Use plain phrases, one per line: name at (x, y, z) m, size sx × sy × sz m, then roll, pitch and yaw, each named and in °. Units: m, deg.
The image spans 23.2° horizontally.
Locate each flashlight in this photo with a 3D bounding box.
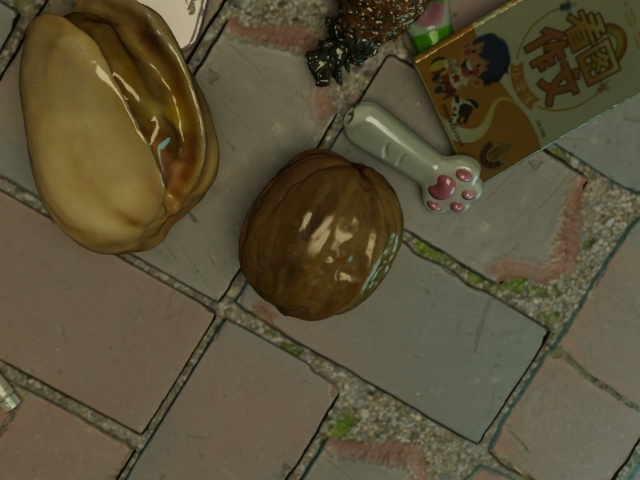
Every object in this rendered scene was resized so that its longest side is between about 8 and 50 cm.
flashlight at (0.115, -0.104, 1.957) m, size 0.200 × 0.047 × 0.093 m, roll 35°, pitch 127°, yaw -12°

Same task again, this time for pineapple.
pineapple at (0.050, -0.262, 1.880) m, size 0.108 × 0.108 × 0.197 m, roll 35°, pitch 114°, yaw -15°

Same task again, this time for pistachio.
pistachio at (-0.237, -0.131, 1.813) m, size 0.229 × 0.238 × 0.321 m, roll -39°, pitch 132°, yaw -39°

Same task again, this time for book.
book at (0.279, -0.218, 1.957) m, size 0.295 × 0.020 × 0.208 m, roll -31°, pitch 122°, yaw -2°

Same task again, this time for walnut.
walnut at (0.000, 0.000, 1.903) m, size 0.213 × 0.213 × 0.213 m, roll -2°, pitch 102°, yaw -9°

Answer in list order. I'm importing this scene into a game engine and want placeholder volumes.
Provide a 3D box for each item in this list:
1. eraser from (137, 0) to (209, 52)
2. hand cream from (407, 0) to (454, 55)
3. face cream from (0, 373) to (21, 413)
eraser at (-0.208, -0.340, 1.857) m, size 0.204 × 0.059 × 0.243 m, roll -21°, pitch 101°, yaw -5°
hand cream at (0.102, -0.354, 1.920) m, size 0.079 × 0.050 × 0.275 m, roll -25°, pitch 101°, yaw -30°
face cream at (-0.420, 0.166, 1.951) m, size 0.038 × 0.020 × 0.115 m, roll -35°, pitch 102°, yaw 0°
